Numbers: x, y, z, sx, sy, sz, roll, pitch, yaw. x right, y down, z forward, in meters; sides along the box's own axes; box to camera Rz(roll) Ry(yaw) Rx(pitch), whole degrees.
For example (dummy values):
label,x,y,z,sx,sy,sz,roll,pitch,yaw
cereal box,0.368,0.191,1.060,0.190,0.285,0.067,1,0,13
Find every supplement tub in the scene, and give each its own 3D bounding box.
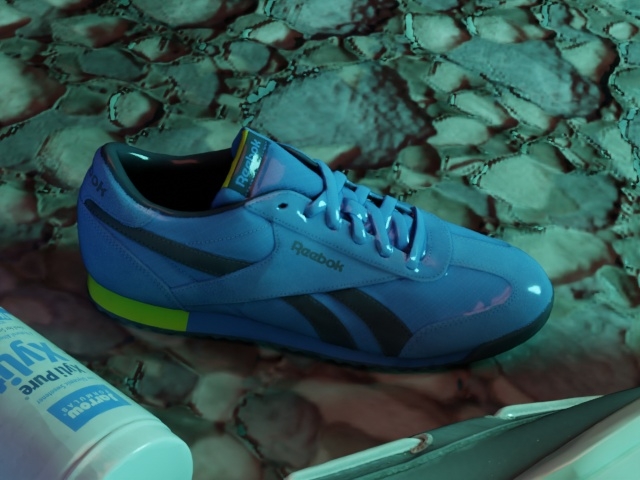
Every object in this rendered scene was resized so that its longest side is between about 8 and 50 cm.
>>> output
label,x,y,z,sx,sy,sz,roll,pitch,yaw
supplement tub,-0.107,0.074,0.586,0.107,0.071,0.071,30,45,27

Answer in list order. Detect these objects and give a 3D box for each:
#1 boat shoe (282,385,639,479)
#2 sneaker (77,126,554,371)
label,x,y,z,sx,sy,sz,roll,pitch,yaw
boat shoe,0.023,0.128,0.545,0.319,0.116,0.099,-20,3,-18
sneaker,0.000,0.000,0.682,0.209,0.082,0.069,8,38,-1
